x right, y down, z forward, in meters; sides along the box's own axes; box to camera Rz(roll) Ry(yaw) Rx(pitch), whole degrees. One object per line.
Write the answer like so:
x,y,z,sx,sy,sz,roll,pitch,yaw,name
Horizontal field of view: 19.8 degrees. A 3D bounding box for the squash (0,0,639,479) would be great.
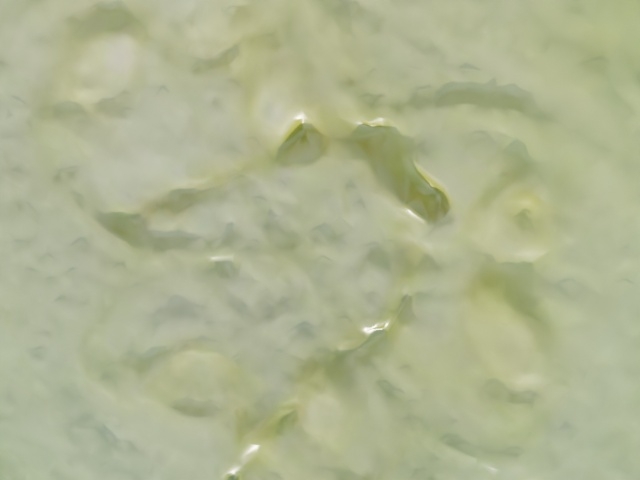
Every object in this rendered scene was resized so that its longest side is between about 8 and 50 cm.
0.000,0.000,0.443,0.252,0.049,0.252,8,117,16,squash
